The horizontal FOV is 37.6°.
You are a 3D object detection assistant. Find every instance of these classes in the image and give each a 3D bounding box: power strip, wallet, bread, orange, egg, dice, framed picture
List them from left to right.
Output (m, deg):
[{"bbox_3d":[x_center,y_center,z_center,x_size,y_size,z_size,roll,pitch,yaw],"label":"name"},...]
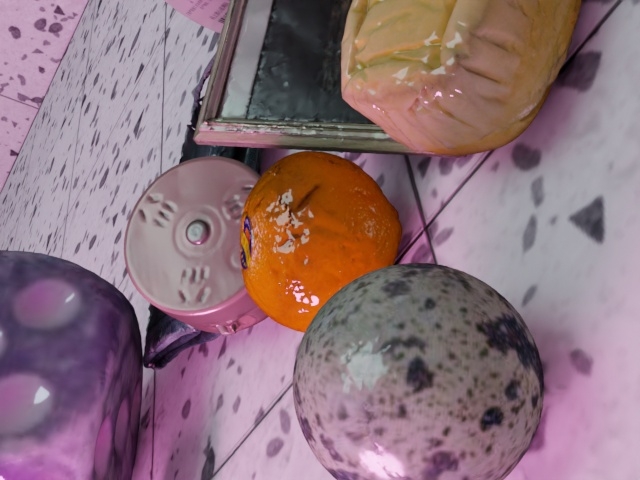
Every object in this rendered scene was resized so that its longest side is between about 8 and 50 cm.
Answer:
[{"bbox_3d":[-0.340,0.188,0.986,0.270,0.270,0.271,96,179,-48],"label":"dice"},{"bbox_3d":[-0.122,-0.039,1.036,0.237,0.075,0.342,146,135,-61],"label":"wallet"},{"bbox_3d":[-0.095,0.007,0.846,0.154,0.078,0.154,-6,68,16],"label":"power strip"},{"bbox_3d":[0.000,0.002,0.699,0.135,0.117,0.136,-178,90,-81],"label":"orange"},{"bbox_3d":[0.029,-0.207,0.741,0.231,0.018,0.293,5,73,24],"label":"framed picture"},{"bbox_3d":[0.049,0.080,0.523,0.172,0.132,0.132,156,130,-73],"label":"egg"},{"bbox_3d":[0.101,-0.171,0.613,0.140,0.106,0.236,0,70,50],"label":"bread"}]

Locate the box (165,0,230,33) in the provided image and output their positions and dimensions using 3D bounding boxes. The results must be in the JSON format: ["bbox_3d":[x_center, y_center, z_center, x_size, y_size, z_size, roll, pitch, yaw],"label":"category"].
[{"bbox_3d":[-0.078,-0.436,1.146,0.173,0.145,0.333,-11,63,64],"label":"box"}]

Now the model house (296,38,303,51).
[{"bbox_3d":[-0.003,-0.155,0.836,0.127,0.100,0.149,-68,22,7],"label":"model house"}]
